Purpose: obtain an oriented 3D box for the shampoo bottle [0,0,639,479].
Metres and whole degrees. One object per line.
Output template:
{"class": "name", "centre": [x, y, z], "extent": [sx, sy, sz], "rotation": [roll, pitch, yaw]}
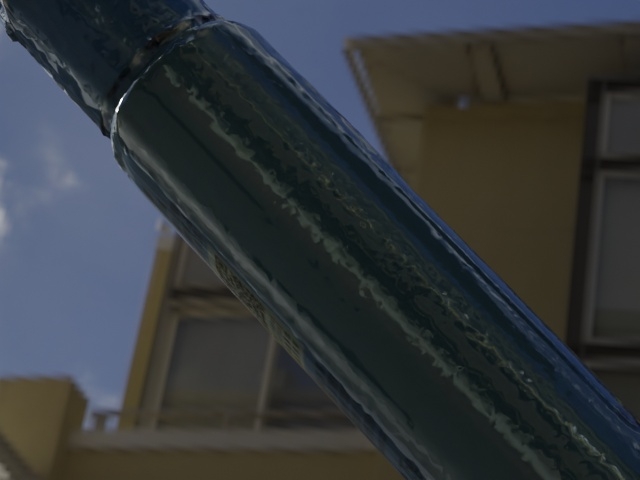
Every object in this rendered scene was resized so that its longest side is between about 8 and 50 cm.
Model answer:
{"class": "shampoo bottle", "centre": [0.000, 0.000, 0.572], "extent": [0.258, 0.061, 0.104], "rotation": [46, -2, 16]}
